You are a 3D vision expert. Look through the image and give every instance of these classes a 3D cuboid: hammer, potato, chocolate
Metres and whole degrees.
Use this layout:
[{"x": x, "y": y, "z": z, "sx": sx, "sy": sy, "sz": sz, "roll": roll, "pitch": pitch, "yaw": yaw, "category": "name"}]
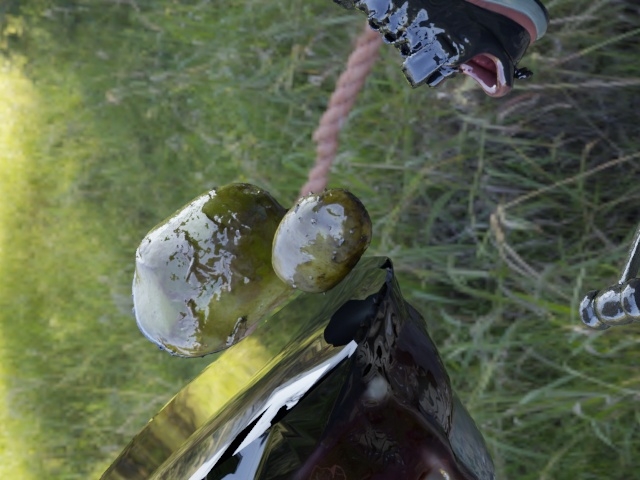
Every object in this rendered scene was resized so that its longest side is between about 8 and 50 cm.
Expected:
[{"x": 0.251, "y": -0.066, "z": 0.717, "sx": 0.292, "sy": 0.029, "sz": 0.058, "roll": -62, "pitch": 15, "yaw": -23, "category": "hammer"}, {"x": 0.000, "y": 0.000, "z": 0.605, "sx": 0.051, "sy": 0.040, "sz": 0.083, "roll": 42, "pitch": 138, "yaw": 2, "category": "potato"}, {"x": -0.003, "y": 0.163, "z": 0.651, "sx": 0.186, "sy": 0.283, "sz": 0.283, "roll": 48, "pitch": 151, "yaw": -7, "category": "chocolate"}, {"x": -0.163, "y": 0.031, "z": 1.657, "sx": 0.246, "sy": 0.299, "sz": 0.196, "roll": 42, "pitch": 142, "yaw": 6, "category": "potato"}]

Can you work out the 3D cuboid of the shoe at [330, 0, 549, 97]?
[{"x": 0.116, "y": -0.239, "z": 1.166, "sx": 0.114, "sy": 0.291, "sz": 0.137, "roll": 159, "pitch": 124, "yaw": -74, "category": "shoe"}]
